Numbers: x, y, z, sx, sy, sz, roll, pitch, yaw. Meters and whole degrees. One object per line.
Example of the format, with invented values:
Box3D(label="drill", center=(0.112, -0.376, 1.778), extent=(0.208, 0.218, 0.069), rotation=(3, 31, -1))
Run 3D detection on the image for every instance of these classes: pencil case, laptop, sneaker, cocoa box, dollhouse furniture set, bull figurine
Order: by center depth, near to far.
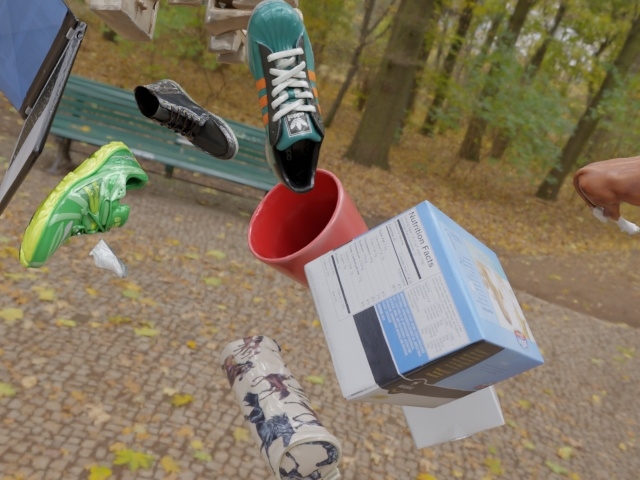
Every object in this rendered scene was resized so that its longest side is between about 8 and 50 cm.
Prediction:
Box3D(label="sneaker", center=(-0.043, -0.213, 1.017), extent=(0.108, 0.302, 0.121), rotation=(-15, 35, -11))
Box3D(label="cocoa box", center=(0.179, 0.123, 1.061), extent=(0.347, 0.228, 0.231), rotation=(25, 41, -55))
Box3D(label="sneaker", center=(-0.396, -0.057, 1.124), extent=(0.123, 0.109, 0.295), rotation=(42, 49, -13))
Box3D(label="laptop", center=(-0.594, -0.293, 1.151), extent=(0.236, 0.408, 0.382), rotation=(22, -29, -29))
Box3D(label="bull figurine", center=(0.650, -0.103, 1.240), extent=(0.310, 0.101, 0.188), rotation=(1, -39, 40))
Box3D(label="sneaker", center=(-0.273, -0.232, 1.314), extent=(0.222, 0.083, 0.118), rotation=(40, 24, 2))
Box3D(label="dollhouse furniture set", center=(-0.245, -0.562, 1.371), extent=(0.394, 0.256, 0.362), rotation=(6, -6, 11))
Box3D(label="pencil case", center=(-0.098, 0.397, 1.549), extent=(0.183, 0.160, 0.410), rotation=(32, 10, -38))
Box3D(label="sneaker", center=(-0.588, 0.064, 1.823), extent=(0.152, 0.061, 0.054), rotation=(42, -9, 31))

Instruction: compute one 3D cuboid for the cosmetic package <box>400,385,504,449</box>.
Box3D(label="cosmetic package", center=(0.260, 0.260, 1.520), extent=(0.217, 0.385, 0.156), rotation=(-18, 5, 13))

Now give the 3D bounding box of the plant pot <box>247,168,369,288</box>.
Box3D(label="plant pot", center=(0.000, 0.000, 1.591), extent=(0.243, 0.275, 0.275), rotation=(44, -4, -39))
